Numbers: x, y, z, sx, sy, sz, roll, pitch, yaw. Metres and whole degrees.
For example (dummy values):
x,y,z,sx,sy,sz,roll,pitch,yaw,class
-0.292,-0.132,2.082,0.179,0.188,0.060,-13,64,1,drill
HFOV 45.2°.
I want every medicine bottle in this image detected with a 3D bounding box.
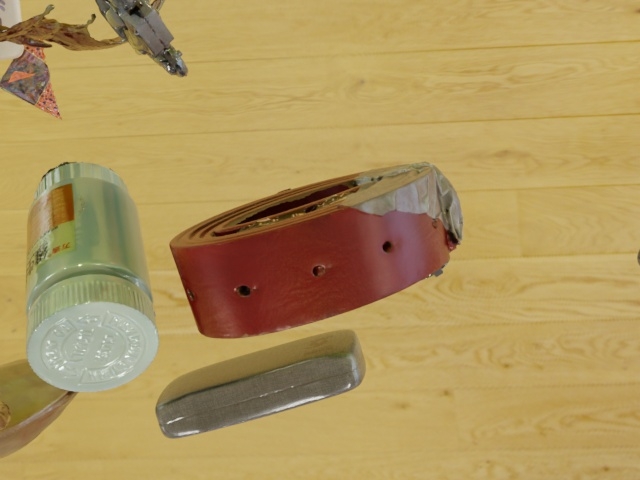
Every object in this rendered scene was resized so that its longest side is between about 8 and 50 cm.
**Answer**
x,y,z,sx,sy,sz,roll,pitch,yaw,class
-0.314,0.035,1.038,0.158,0.318,0.158,-10,131,-12,medicine bottle

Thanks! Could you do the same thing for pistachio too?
x,y,z,sx,sy,sz,roll,pitch,yaw,class
-0.553,0.298,1.397,0.261,0.213,0.162,-25,116,-22,pistachio

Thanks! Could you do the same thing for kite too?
x,y,z,sx,sy,sz,roll,pitch,yaw,class
-0.610,-0.334,1.586,0.008,0.125,0.222,24,129,40,kite

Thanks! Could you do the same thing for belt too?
x,y,z,sx,sy,sz,roll,pitch,yaw,class
0.000,0.000,0.867,0.324,0.227,0.115,-19,105,-15,belt

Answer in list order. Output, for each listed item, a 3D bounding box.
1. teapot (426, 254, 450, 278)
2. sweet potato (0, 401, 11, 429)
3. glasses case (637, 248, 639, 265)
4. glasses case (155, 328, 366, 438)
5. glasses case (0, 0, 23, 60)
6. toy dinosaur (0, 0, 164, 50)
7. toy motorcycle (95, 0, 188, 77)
x,y,z,sx,sy,sz,roll,pitch,yaw,class
0.129,0.017,0.984,0.066,0.088,0.057,-33,108,-2,teapot
-0.450,0.239,1.040,0.050,0.214,0.050,10,74,-37,sweet potato
0.436,0.051,0.844,0.072,0.190,0.042,39,91,-29,glasses case
-0.090,0.218,1.180,0.323,0.131,0.074,-17,100,8,glasses case
-0.561,-0.453,1.210,0.076,0.144,0.336,23,122,38,glasses case
-0.352,-0.306,0.995,0.328,0.206,0.112,-2,97,-15,toy dinosaur
-0.234,-0.280,0.948,0.061,0.193,0.124,-46,61,-5,toy motorcycle
